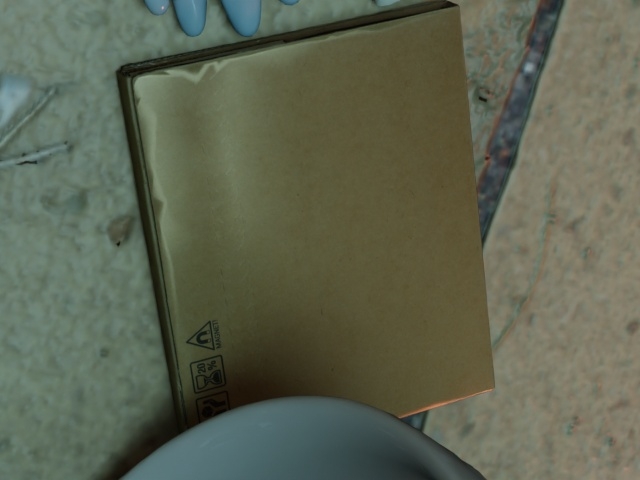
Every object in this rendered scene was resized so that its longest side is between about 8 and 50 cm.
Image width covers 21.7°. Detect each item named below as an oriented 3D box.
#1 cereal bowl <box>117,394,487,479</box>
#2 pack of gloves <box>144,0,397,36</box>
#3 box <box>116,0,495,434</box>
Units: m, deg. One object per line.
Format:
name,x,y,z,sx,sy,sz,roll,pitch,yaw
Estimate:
cereal bowl,-0.009,0.245,0.695,0.141,0.339,0.339,32,92,-36
pack of gloves,0.017,-0.176,0.681,0.195,0.046,0.232,-13,136,-14
box,0.000,0.000,0.792,0.164,0.021,0.201,-14,111,-19
